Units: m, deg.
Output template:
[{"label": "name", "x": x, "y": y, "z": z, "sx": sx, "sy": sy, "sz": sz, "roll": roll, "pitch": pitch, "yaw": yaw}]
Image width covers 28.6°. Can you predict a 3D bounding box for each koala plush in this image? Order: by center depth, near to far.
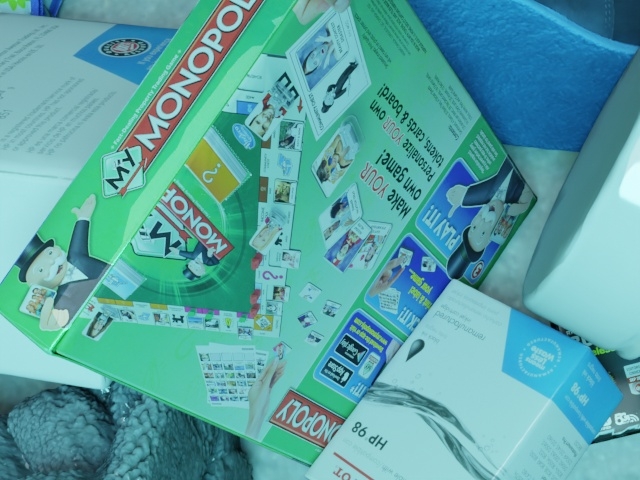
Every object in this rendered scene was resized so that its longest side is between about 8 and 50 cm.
[{"label": "koala plush", "x": -0.164, "y": 0.150, "z": 0.711, "sx": 0.221, "sy": 0.196, "sz": 0.203, "roll": -7, "pitch": 42, "yaw": 14}]

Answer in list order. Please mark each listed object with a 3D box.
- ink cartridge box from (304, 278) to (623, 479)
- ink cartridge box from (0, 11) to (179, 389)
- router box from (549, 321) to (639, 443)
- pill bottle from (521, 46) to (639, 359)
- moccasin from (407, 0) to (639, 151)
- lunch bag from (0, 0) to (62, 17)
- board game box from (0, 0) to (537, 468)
[{"label": "ink cartridge box", "x": 0.068, "y": 0.122, "z": 0.691, "sx": 0.104, "sy": 0.060, "sz": 0.180, "roll": 28, "pitch": 75, "yaw": 44}, {"label": "ink cartridge box", "x": -0.230, "y": -0.043, "z": 0.726, "sx": 0.308, "sy": 0.223, "sz": 0.129, "roll": 7, "pitch": 119, "yaw": 12}, {"label": "router box", "x": 0.201, "y": 0.061, "z": 0.733, "sx": 0.122, "sy": 0.038, "sz": 0.092, "roll": -15, "pitch": 76, "yaw": 7}, {"label": "pill bottle", "x": 0.297, "y": 0.037, "z": 0.607, "sx": 0.361, "sy": 0.204, "sz": 0.204, "roll": 27, "pitch": 84, "yaw": 3}, {"label": "moccasin", "x": 0.152, "y": -0.123, "z": 0.745, "sx": 0.342, "sy": 0.137, "sz": 0.116, "roll": 15, "pitch": 55, "yaw": -5}, {"label": "lunch bag", "x": -0.230, "y": -0.223, "z": 0.844, "sx": 0.129, "sy": 0.096, "sz": 0.151, "roll": 14, "pitch": 100, "yaw": 12}, {"label": "board game box", "x": 0.000, "y": 0.000, "z": 0.638, "sx": 0.046, "sy": 0.317, "sz": 0.213, "roll": 33, "pitch": 86, "yaw": 30}]
